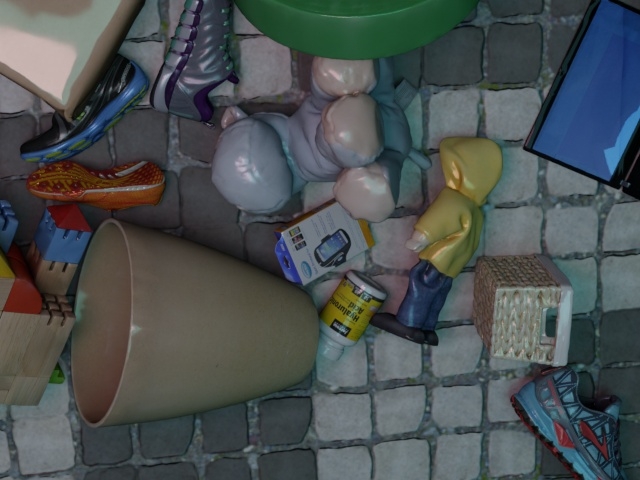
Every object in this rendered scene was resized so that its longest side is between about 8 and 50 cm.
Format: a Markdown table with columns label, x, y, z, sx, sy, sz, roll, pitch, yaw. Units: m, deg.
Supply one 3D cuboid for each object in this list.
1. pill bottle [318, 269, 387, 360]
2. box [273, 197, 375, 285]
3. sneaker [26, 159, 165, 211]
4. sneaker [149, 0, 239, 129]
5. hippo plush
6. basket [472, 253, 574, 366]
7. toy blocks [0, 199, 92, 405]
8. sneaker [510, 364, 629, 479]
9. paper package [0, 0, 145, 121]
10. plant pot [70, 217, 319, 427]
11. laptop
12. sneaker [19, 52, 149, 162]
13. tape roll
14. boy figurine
| label | x | y | z | sx | sy | sz | roll | pitch | yaw |
| --- | --- | --- | --- | --- | --- | --- | --- | --- | --- |
| pill bottle | 0.035 | 0.103 | 1.555 | 0.065 | 0.065 | 0.116 | 30 | 99 | -14 |
| box | 0.000 | 0.000 | 1.521 | 0.136 | 0.028 | 0.081 | -28 | 108 | -19 |
| sneaker | -0.287 | -0.062 | 1.465 | 0.175 | 0.064 | 0.067 | 2 | 139 | -9 |
| sneaker | -0.133 | -0.252 | 1.430 | 0.098 | 0.083 | 0.224 | 22 | 111 | -10 |
| hippo plush | -0.019 | -0.145 | 1.417 | 0.236 | 0.294 | 0.234 | -7 | 107 | 18 |
| basket | 0.267 | 0.090 | 1.535 | 0.103 | 0.167 | 0.113 | 1 | 104 | -2 |
| toy blocks | -0.437 | 0.061 | 1.352 | 0.381 | 0.191 | 0.261 | 9 | 120 | -37 |
| sneaker | 0.396 | 0.283 | 1.635 | 0.125 | 0.104 | 0.262 | -43 | 106 | 2 |
| paper package | -0.335 | -0.352 | 1.301 | 0.309 | 0.168 | 0.325 | 30 | 91 | -11 |
| plant pot | -0.150 | 0.112 | 1.459 | 0.274 | 0.256 | 0.256 | 6 | 105 | -27 |
| laptop | 0.448 | -0.165 | 1.503 | 0.136 | 0.264 | 0.234 | 10 | 107 | -48 |
| sneaker | -0.303 | -0.164 | 1.445 | 0.188 | 0.067 | 0.078 | -39 | 85 | 5 |
| tape roll | 0.042 | -0.356 | 1.322 | 0.321 | 0.321 | 0.077 | -16 | 149 | -4 |
| boy figurine | 0.157 | -0.005 | 1.504 | 0.092 | 0.177 | 0.285 | 20 | 94 | 26 |
